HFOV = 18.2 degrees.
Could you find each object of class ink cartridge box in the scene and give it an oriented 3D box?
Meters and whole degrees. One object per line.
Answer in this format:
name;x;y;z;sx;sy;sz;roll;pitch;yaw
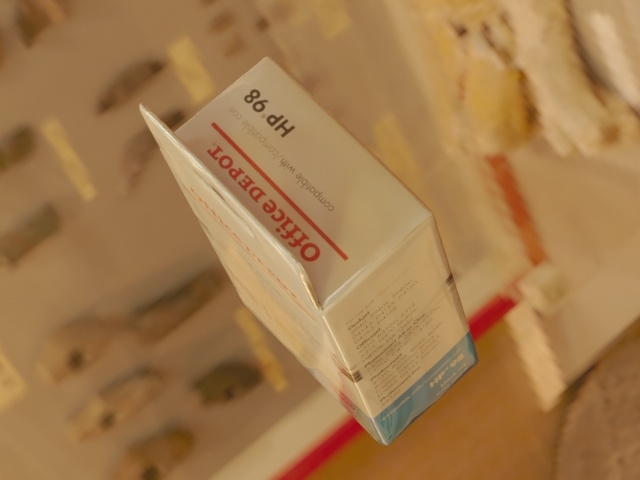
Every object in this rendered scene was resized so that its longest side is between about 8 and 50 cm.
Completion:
ink cartridge box;0.000;0.000;0.805;0.104;0.060;0.180;45;170;27
